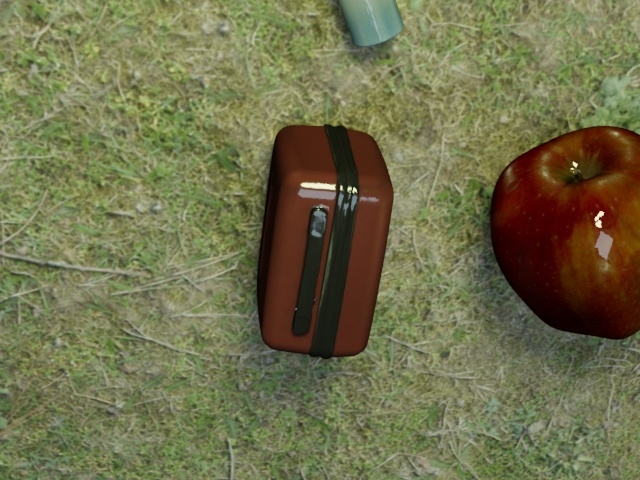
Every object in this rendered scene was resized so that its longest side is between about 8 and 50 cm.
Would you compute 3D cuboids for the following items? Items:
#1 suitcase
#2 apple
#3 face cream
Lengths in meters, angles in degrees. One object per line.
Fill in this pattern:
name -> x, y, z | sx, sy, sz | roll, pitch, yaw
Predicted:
suitcase -> 0.000, 0.000, 1.400 | 0.161, 0.236, 0.297 | 5, 117, -9
apple -> 0.394, -0.012, 1.426 | 0.288, 0.288, 0.316 | -24, 128, 6
face cream -> 0.037, -0.383, 1.288 | 0.077, 0.077, 0.250 | -21, 118, 5
